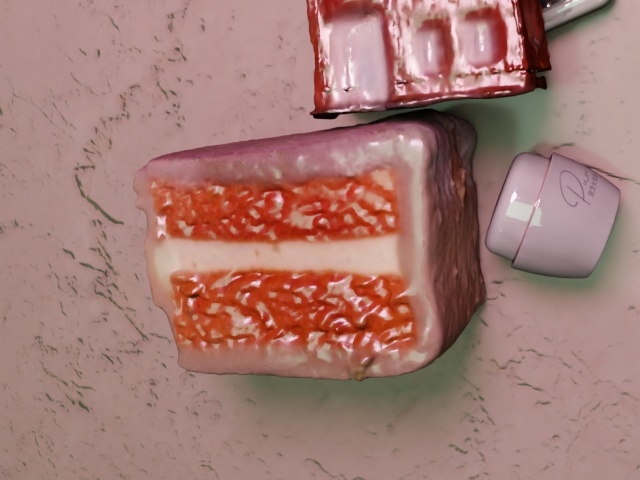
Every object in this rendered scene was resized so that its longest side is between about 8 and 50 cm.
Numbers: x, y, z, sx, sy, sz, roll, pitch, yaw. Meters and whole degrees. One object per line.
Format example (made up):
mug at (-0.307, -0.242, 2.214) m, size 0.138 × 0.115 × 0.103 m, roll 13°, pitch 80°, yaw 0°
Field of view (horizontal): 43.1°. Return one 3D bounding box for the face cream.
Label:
face cream at (0.219, -0.023, 0.773) m, size 0.104 × 0.117 × 0.117 m, roll 19°, pitch 108°, yaw 11°

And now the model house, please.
model house at (0.087, -0.241, 0.702) m, size 0.196 × 0.160 × 0.254 m, roll -3°, pitch 97°, yaw 25°

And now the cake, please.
cake at (0.000, 0.000, 0.817) m, size 0.309 × 0.230 × 0.237 m, roll -3°, pitch 97°, yaw 26°

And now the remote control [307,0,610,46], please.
remote control at (0.125, -0.238, 0.802) m, size 0.296 × 0.056 × 0.140 m, roll -20°, pitch 91°, yaw 25°
